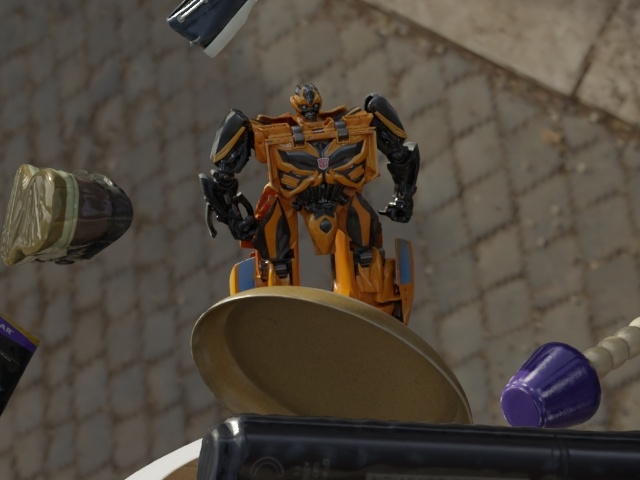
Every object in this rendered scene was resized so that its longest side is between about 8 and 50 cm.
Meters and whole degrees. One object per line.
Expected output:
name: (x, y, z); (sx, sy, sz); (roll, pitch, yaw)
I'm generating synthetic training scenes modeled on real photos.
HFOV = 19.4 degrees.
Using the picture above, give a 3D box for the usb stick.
usb stick: (0.068, 0.135, 1.029); (0.045, 0.278, 0.077); (-129, 47, -61)

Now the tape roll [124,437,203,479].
tape roll: (-0.081, 0.262, 1.821); (0.286, 0.286, 0.100); (-12, 103, 43)

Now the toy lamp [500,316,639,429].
toy lamp: (0.263, 0.100, 1.667); (0.080, 0.275, 0.080); (23, 123, 40)

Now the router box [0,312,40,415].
router box: (-0.359, 0.214, 1.452); (0.309, 0.081, 0.243); (-47, 14, 33)

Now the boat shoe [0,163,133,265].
boat shoe: (-0.191, -0.015, 1.399); (0.223, 0.073, 0.080); (177, 102, -73)

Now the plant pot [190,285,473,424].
plant pot: (0.012, 0.108, 1.473); (0.236, 0.236, 0.032); (-13, 41, 43)

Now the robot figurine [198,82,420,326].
robot figurine: (0.000, 0.000, 1.739); (0.085, 0.211, 0.291); (-132, 36, -68)

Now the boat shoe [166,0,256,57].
boat shoe: (-0.081, -0.327, 2.128); (0.254, 0.079, 0.095); (-50, 15, 24)
